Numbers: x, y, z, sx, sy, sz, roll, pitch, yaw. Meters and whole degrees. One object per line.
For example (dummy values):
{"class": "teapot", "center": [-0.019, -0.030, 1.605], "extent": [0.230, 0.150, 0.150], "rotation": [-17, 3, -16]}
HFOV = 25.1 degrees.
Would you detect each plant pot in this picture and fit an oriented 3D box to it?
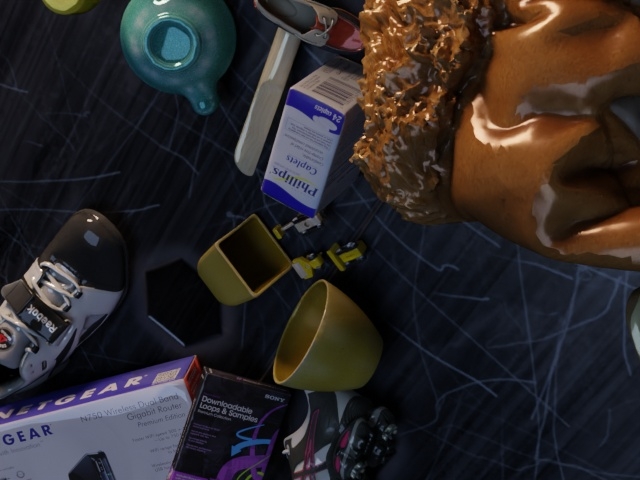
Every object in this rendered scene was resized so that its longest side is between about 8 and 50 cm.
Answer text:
{"class": "plant pot", "center": [0.017, 0.126, 1.703], "extent": [0.095, 0.134, 0.134], "rotation": [25, 127, -15]}
{"class": "plant pot", "center": [-0.101, 0.033, 1.743], "extent": [0.081, 0.081, 0.083], "rotation": [53, 137, -3]}

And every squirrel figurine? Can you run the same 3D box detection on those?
{"class": "squirrel figurine", "center": [0.201, -0.198, 1.354], "extent": [0.397, 0.281, 0.370], "rotation": [6, 109, 24]}

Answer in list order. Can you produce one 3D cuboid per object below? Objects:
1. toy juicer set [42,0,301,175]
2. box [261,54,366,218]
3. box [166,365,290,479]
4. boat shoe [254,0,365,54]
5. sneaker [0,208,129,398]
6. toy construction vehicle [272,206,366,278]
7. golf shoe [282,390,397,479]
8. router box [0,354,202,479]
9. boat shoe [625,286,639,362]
{"class": "toy juicer set", "center": [-0.139, -0.257, 1.633], "extent": [0.329, 0.089, 0.209], "rotation": [40, 106, -8]}
{"class": "box", "center": [0.005, -0.116, 1.581], "extent": [0.072, 0.126, 0.137], "rotation": [26, 123, 14]}
{"class": "box", "center": [-0.116, 0.250, 1.816], "extent": [0.116, 0.029, 0.162], "rotation": [16, 98, -15]}
{"class": "boat shoe", "center": [-0.009, -0.238, 1.562], "extent": [0.137, 0.043, 0.049], "rotation": [25, 102, -5]}
{"class": "sneaker", "center": [-0.361, 0.103, 1.880], "extent": [0.122, 0.146, 0.330], "rotation": [39, 124, 9]}
{"class": "toy construction vehicle", "center": [0.000, 0.000, 1.702], "extent": [0.098, 0.035, 0.086], "rotation": [-26, 110, 38]}
{"class": "golf shoe", "center": [0.008, 0.298, 1.811], "extent": [0.120, 0.105, 0.272], "rotation": [35, 121, 29]}
{"class": "router box", "center": [-0.277, 0.338, 1.917], "extent": [0.336, 0.082, 0.301], "rotation": [-16, 106, 13]}
{"class": "boat shoe", "center": [0.414, 0.173, 1.509], "extent": [0.089, 0.104, 0.285], "rotation": [-20, 102, 37]}
